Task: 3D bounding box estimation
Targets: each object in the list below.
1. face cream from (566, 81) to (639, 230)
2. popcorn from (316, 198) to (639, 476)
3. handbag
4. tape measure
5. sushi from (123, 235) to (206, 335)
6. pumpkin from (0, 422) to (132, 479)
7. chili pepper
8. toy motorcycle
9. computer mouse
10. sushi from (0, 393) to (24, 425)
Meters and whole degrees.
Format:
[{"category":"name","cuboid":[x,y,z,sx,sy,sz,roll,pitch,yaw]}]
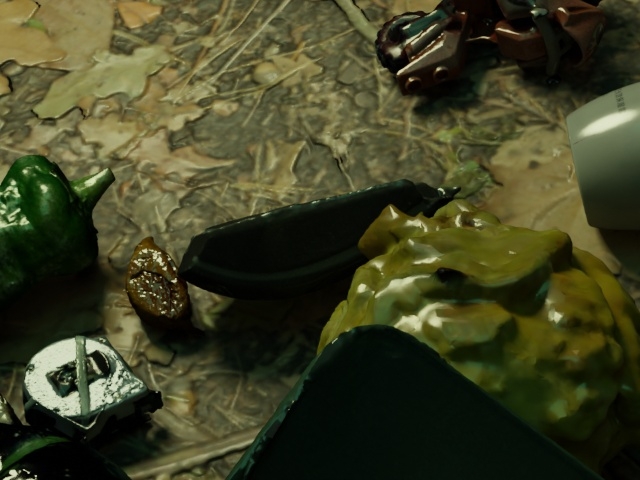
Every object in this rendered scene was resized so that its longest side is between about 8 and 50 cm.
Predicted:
[{"category":"face cream","cuboid":[0.252,-0.065,1.524,0.104,0.117,0.117,-13,47,10]},{"category":"popcorn","cuboid":[0.115,0.068,1.378,0.233,0.192,0.266,-20,51,-9]},{"category":"handbag","cuboid":[0.083,0.224,1.198,0.326,0.089,0.238,37,71,-4]},{"category":"tape measure","cuboid":[-0.181,0.118,1.477,0.091,0.054,0.094,-35,54,-28]},{"category":"sushi","cuboid":[-0.129,0.039,1.547,0.050,0.047,0.099,-24,65,4]},{"category":"pumpkin","cuboid":[-0.233,0.254,1.244,0.315,0.238,0.315,-6,45,6]},{"category":"chili pepper","cuboid":[-0.283,0.015,1.557,0.270,0.099,0.136,-26,41,-8]},{"category":"toy motorcycle","cuboid":[0.154,-0.180,1.667,0.212,0.084,0.118,-20,49,2]},{"category":"computer mouse","cuboid":[0.001,0.003,1.519,0.231,0.126,0.071,-14,91,-8]},{"category":"sushi","cuboid":[-0.268,0.147,1.448,0.090,0.078,0.150,-37,47,-22]}]
